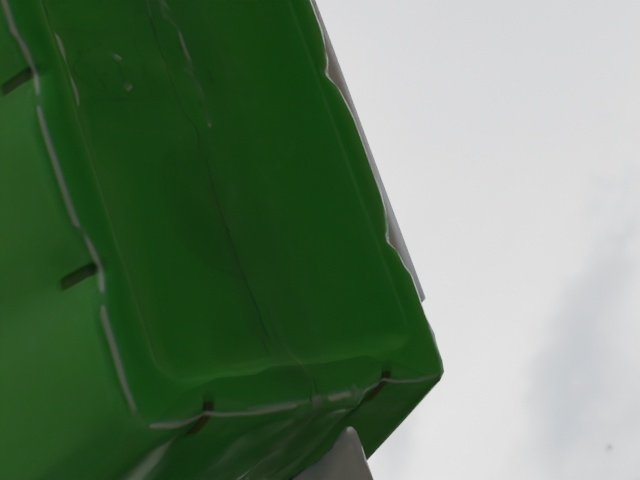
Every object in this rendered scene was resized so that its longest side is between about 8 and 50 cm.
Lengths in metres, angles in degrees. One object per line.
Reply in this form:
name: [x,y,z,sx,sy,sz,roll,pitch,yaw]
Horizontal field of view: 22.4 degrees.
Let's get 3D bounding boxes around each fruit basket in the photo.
fruit basket: [-0.126,0.022,0.537,0.165,0.327,0.353,-8,-20,-38]
